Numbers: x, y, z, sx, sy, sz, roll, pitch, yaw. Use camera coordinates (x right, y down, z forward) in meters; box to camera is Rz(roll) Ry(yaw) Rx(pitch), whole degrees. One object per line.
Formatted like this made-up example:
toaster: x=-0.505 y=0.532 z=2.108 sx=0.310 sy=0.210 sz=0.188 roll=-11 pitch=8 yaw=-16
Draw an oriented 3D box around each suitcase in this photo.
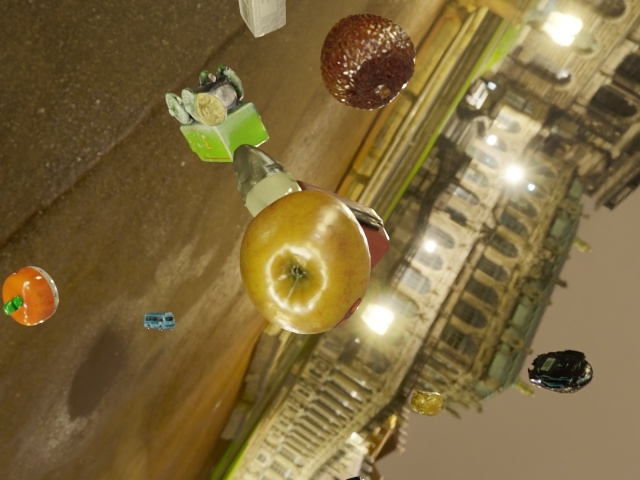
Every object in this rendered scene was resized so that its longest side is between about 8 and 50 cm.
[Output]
suitcase: x=0.000 y=0.000 z=1.524 sx=0.236 sy=0.297 sz=0.161 roll=-50 pitch=-139 yaw=26

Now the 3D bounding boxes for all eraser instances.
eraser: x=-0.142 y=-0.638 z=1.439 sx=0.096 sy=0.098 sz=0.404 roll=-27 pitch=165 yaw=-11

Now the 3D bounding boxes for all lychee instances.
lychee: x=0.089 y=-0.345 z=1.216 sx=0.194 sy=0.194 sz=0.194 roll=-57 pitch=174 yaw=-9

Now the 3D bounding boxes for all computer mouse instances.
computer mouse: x=0.735 y=0.408 z=1.918 sx=0.146 sy=0.078 sz=0.241 roll=-45 pitch=-161 yaw=-20

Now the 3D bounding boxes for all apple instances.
apple: x=-0.020 y=0.030 z=0.813 sx=0.183 sy=0.182 sz=0.155 roll=-60 pitch=175 yaw=17

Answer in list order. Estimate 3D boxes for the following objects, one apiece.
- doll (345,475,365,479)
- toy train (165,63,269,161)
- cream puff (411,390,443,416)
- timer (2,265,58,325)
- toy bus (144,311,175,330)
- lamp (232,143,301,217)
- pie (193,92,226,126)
doll: x=0.103 y=0.553 z=1.054 sx=0.284 sy=0.240 sz=0.310 roll=-116 pitch=-165 yaw=-57
toy train: x=-0.301 y=-0.355 z=1.809 sx=0.173 sy=0.249 sz=0.307 roll=-38 pitch=-154 yaw=-23
cream puff: x=0.269 y=0.408 z=1.593 sx=0.058 sy=0.083 sz=0.083 roll=-119 pitch=-151 yaw=-59
timer: x=-0.661 y=0.130 z=1.410 sx=0.099 sy=0.136 sz=0.136 roll=-18 pitch=-165 yaw=27
toy bus: x=-0.405 y=0.203 z=1.585 sx=0.038 sy=0.083 sz=0.046 roll=1 pitch=87 yaw=-53
lamp: x=-0.090 y=-0.088 z=1.108 sx=0.101 sy=0.250 sz=0.101 roll=-22 pitch=145 yaw=-16
pie: x=-0.241 y=-0.283 z=1.366 sx=0.021 sy=0.084 sz=0.084 roll=-32 pitch=-165 yaw=45
